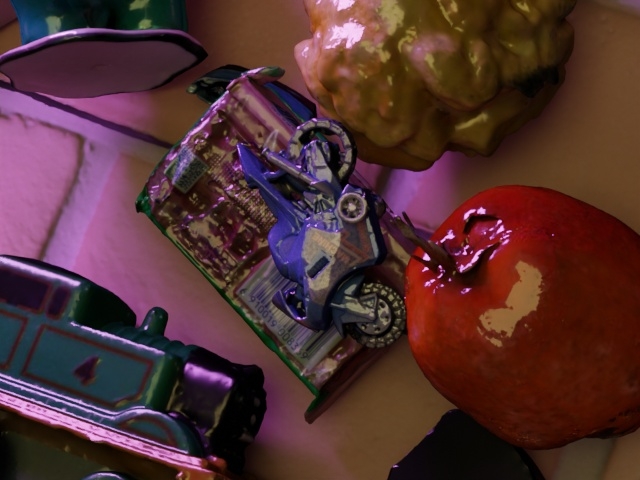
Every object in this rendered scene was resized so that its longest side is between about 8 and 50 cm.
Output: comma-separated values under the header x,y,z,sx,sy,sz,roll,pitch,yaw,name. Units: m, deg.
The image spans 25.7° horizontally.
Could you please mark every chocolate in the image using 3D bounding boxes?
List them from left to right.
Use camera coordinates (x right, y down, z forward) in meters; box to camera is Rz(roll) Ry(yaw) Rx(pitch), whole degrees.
x,y,z,sx,sy,sz,roll,pitch,yaw,name
0.128,0.217,1.230,0.148,0.080,0.125,-17,63,23,chocolate

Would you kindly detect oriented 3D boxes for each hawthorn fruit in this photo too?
x,y,z,sx,sy,sz,roll,pitch,yaw,name
0.159,0.051,1.141,0.211,0.299,0.211,-25,51,35,hawthorn fruit

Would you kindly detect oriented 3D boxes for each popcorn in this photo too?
x,y,z,sx,sy,sz,roll,pitch,yaw,name
0.104,-0.205,1.239,0.215,0.252,0.286,-9,40,57,popcorn

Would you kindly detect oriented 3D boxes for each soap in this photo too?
x,y,z,sx,sy,sz,roll,pitch,yaw,name
-0.030,0.001,1.284,0.218,0.098,0.273,-45,82,8,soap

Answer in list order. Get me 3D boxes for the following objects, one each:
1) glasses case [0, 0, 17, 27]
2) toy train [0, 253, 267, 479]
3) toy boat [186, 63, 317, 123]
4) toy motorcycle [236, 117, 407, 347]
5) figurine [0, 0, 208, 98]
x,y,z,sx,sy,sz,roll,pitch,yaw,name
-0.388,-0.240,1.489,0.196,0.083,0.050,-29,73,11,glasses case
-0.211,0.165,1.313,0.429,0.178,0.249,15,76,21,toy train
-0.068,-0.129,1.368,0.137,0.060,0.061,29,66,17,toy boat
0.000,0.000,1.194,0.114,0.076,0.205,-18,87,15,toy motorcycle
-0.227,-0.327,1.373,0.323,0.231,0.340,-9,78,4,figurine
